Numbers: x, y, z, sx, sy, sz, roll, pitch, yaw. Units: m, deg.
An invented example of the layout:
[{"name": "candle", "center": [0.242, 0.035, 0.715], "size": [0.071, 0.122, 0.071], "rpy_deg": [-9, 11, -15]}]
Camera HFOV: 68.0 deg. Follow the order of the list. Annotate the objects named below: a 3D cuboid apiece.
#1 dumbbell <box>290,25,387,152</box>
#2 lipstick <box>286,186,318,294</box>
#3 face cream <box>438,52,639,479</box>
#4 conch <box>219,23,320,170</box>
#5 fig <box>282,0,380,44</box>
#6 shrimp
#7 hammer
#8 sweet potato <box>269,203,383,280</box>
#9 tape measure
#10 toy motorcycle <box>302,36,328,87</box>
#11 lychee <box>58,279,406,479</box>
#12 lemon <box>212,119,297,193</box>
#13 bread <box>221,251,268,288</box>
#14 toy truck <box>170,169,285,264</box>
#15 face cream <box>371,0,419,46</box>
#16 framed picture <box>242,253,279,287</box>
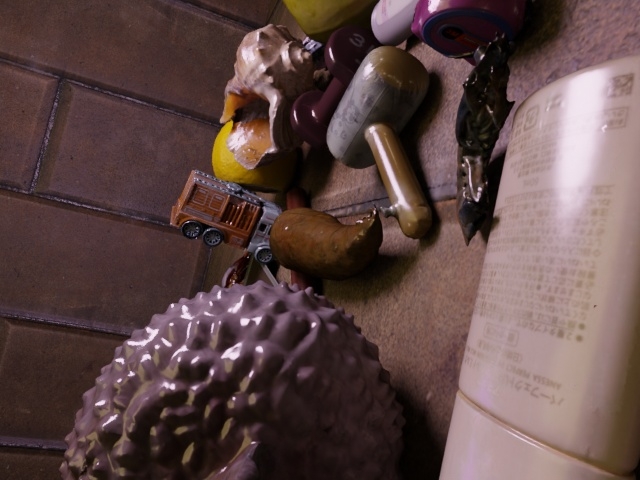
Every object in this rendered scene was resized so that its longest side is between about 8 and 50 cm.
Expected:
[{"name": "dumbbell", "center": [0.039, -0.277, 0.898], "size": [0.124, 0.140, 0.225], "rpy_deg": [-53, 6, -32]}, {"name": "lipstick", "center": [-0.045, 0.001, 1.067], "size": [0.356, 0.058, 0.057], "rpy_deg": [-97, 27, -49]}, {"name": "face cream", "center": [0.174, 0.053, 0.355], "size": [0.173, 0.082, 0.347], "rpy_deg": [173, 110, -79]}, {"name": "conch", "center": [-0.105, -0.310, 1.109], "size": [0.352, 0.210, 0.296], "rpy_deg": [148, 121, -65]}, {"name": "fig", "center": [0.052, -0.502, 0.918], "size": [0.271, 0.240, 0.239], "rpy_deg": [28, 106, 41]}, {"name": "shrimp", "center": [0.150, -0.080, 0.447], "size": [0.217, 0.051, 0.150], "rpy_deg": [69, -149, -60]}, {"name": "hammer", "center": [0.101, -0.126, 0.700], "size": [0.201, 0.113, 0.305], "rpy_deg": [121, 147, -48]}, {"name": "sweet potato", "center": [0.001, 0.005, 0.827], "size": [0.423, 0.131, 0.130], "rpy_deg": [-173, 96, -68]}, {"name": "tape measure", "center": [0.169, -0.260, 0.547], "size": [0.125, 0.119, 0.074], "rpy_deg": [172, 109, -66]}, {"name": "toy motorcycle", "center": [-0.052, -0.468, 1.278], "size": [0.327, 0.143, 0.188], "rpy_deg": [-26, 13, 47]}, {"name": "lychee", "center": [-0.083, 0.236, 0.562], "size": [0.432, 0.381, 0.379], "rpy_deg": [102, 178, -81]}, {"name": "lemon", "center": [-0.182, -0.249, 1.345], "size": [0.240, 0.241, 0.218], "rpy_deg": [-179, 94, -71]}, {"name": "bread", "center": [-0.228, 0.103, 1.485], "size": [0.269, 0.095, 0.139], "rpy_deg": [-47, 44, 27]}, {"name": "toy truck", "center": [-0.228, -0.065, 1.269], "size": [0.162, 0.306, 0.136], "rpy_deg": [-62, 23, 18]}, {"name": "face cream", "center": [0.169, -0.387, 0.708], "size": [0.269, 0.073, 0.107], "rpy_deg": [175, 100, -69]}, {"name": "framed picture", "center": [-0.167, 0.181, 1.291], "size": [0.296, 0.019, 0.232], "rpy_deg": [46, 121, 58]}]
